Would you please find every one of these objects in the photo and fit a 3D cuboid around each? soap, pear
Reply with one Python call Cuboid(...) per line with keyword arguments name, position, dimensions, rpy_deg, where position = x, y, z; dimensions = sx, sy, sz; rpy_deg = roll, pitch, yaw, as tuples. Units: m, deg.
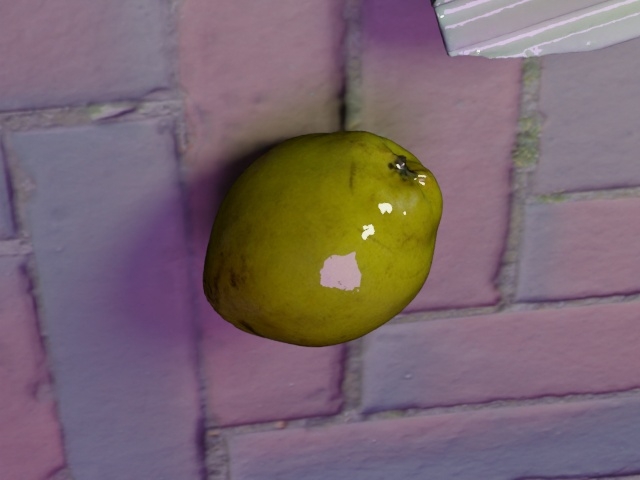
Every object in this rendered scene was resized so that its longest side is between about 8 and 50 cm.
Cuboid(name="soap", position=(0.257, -0.281, 1.630), dimensions=(0.347, 0.115, 0.208), rpy_deg=(-18, 135, 7))
Cuboid(name="pear", position=(0.000, 0.000, 1.799), dimensions=(0.212, 0.212, 0.269), rpy_deg=(26, 133, -32))
